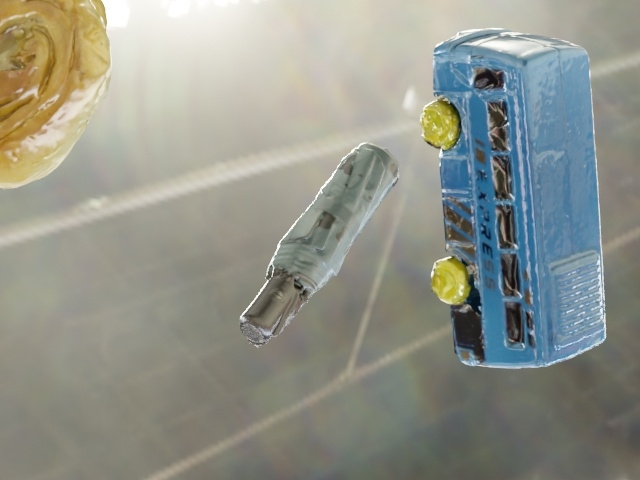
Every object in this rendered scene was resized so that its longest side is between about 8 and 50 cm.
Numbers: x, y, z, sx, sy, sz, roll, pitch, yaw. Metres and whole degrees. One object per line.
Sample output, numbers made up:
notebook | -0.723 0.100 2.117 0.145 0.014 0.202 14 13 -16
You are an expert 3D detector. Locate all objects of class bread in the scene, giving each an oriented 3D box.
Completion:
bread | -0.271 -0.156 1.409 0.236 0.198 0.120 46 -159 12

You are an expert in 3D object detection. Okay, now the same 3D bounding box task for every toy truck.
toy truck | 0.226 -0.050 2.043 0.162 0.385 0.161 3 -167 42

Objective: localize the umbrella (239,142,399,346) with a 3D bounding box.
umbrella | 0.000 -0.002 1.590 0.052 0.053 0.250 -7 -147 41
